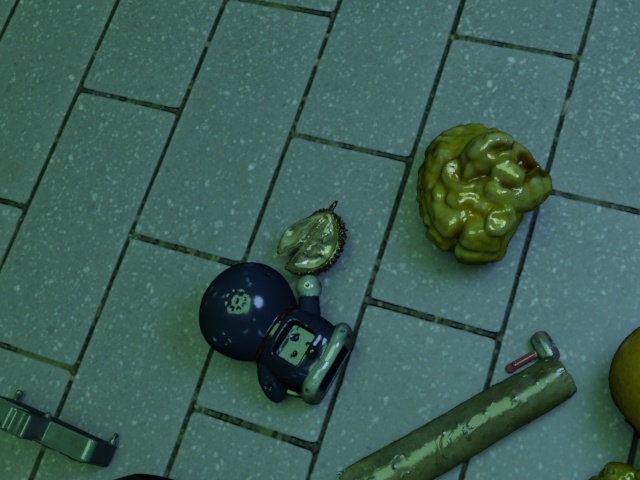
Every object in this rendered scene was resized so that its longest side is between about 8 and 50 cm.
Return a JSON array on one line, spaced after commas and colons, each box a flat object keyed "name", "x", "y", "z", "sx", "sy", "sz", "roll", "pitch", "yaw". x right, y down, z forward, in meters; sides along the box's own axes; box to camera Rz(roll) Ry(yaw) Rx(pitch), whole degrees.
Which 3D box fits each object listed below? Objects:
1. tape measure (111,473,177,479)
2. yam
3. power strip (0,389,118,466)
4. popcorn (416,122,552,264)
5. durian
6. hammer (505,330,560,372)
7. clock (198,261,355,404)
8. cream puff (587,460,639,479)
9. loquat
[{"name": "tape measure", "x": -0.203, "y": 0.436, "z": 1.206, "sx": 0.259, "sy": 0.262, "sz": 0.138, "roll": 11, "pitch": 84, "yaw": 17}, {"name": "yam", "x": 0.198, "y": 0.286, "z": 1.254, "sx": 0.371, "sy": 0.083, "sz": 0.083, "roll": -28, "pitch": 67, "yaw": 1}, {"name": "power strip", "x": -0.443, "y": 0.292, "z": 1.362, "sx": 0.215, "sy": 0.145, "sz": 0.061, "roll": 18, "pitch": 77, "yaw": 17}, {"name": "popcorn", "x": 0.240, "y": -0.084, "z": 1.310, "sx": 0.200, "sy": 0.203, "sz": 0.226, "roll": 30, "pitch": 62, "yaw": 10}, {"name": "durian", "x": -0.001, "y": -0.001, "z": 1.404, "sx": 0.110, "sy": 0.071, "sz": 0.140, "roll": 36, "pitch": 95, "yaw": 26}, {"name": "hammer", "x": 0.316, "y": 0.175, "z": 1.296, "sx": 0.083, "sy": 0.031, "sz": 0.053, "roll": -32, "pitch": 64, "yaw": 12}, {"name": "clock", "x": -0.073, "y": 0.133, "z": 1.339, "sx": 0.243, "sy": 0.146, "sz": 0.200, "roll": 31, "pitch": 85, "yaw": 13}, {"name": "cream puff", "x": 0.431, "y": 0.357, "z": 1.153, "sx": 0.156, "sy": 0.121, "sz": 0.156, "roll": -6, "pitch": 64, "yaw": 13}, {"name": "loquat", "x": 0.494, "y": 0.200, "z": 1.153, "sx": 0.208, "sy": 0.208, "sz": 0.208, "roll": -4, "pitch": 70, "yaw": 11}]
